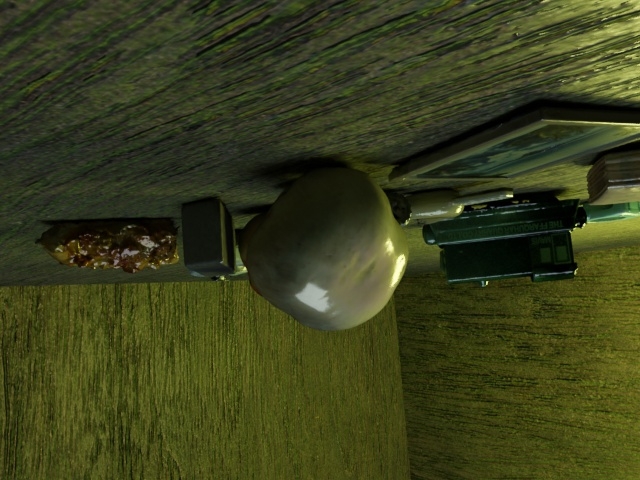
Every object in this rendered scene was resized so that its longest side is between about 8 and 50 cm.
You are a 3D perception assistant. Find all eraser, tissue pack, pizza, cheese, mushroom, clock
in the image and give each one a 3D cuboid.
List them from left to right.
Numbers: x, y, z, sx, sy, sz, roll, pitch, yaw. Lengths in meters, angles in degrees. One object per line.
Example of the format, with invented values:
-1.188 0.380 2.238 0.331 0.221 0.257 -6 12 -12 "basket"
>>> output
-0.379 0.013 1.355 0.226 0.086 0.336 -13 167 29 "pizza"
-0.207 0.004 1.300 0.078 0.111 0.352 -2 174 -3 "eraser"
0.000 0.000 1.031 0.254 0.260 0.234 -6 -147 -35 "mushroom"
0.239 -0.067 1.247 0.235 0.049 0.127 -8 172 41 "cheese"
0.640 -0.066 1.564 0.108 0.045 0.147 2 172 -42 "clock"
0.581 -0.108 1.028 0.326 0.071 0.170 -5 176 12 "tissue pack"

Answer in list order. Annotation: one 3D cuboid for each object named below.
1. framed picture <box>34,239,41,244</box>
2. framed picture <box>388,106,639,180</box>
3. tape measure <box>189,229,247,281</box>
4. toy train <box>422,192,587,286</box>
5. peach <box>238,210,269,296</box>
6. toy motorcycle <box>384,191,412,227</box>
-0.495 -0.007 1.453 0.136 0.010 0.201 1 171 -44 "framed picture"
0.266 -0.120 0.916 0.232 0.024 0.315 -3 174 -26 "framed picture"
-0.218 0.034 1.598 0.182 0.107 0.181 -3 167 -34 "tape measure"
0.379 0.004 1.418 0.331 0.178 0.138 -7 174 13 "toy train"
-0.064 0.026 1.311 0.184 0.184 0.184 -4 174 -1 "peach"
0.072 0.010 1.187 0.130 0.229 0.094 18 158 4 "toy motorcycle"
